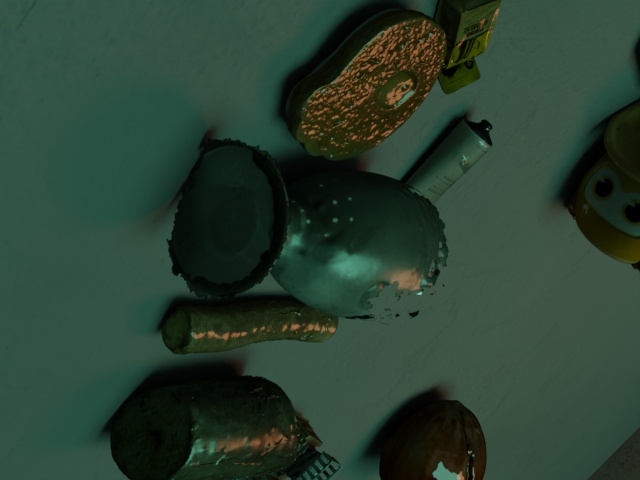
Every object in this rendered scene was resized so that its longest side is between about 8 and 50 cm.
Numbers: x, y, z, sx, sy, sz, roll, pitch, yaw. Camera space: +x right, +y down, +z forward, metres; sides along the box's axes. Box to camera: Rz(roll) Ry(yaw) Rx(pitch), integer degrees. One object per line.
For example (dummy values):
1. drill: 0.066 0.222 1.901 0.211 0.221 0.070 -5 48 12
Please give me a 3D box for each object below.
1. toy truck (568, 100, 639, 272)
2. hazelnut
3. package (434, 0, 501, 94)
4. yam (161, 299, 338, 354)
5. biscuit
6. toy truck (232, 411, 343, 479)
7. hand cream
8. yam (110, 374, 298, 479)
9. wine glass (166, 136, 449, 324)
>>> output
1. toy truck: 0.556 -0.097 1.923 0.288 0.204 0.211 -34 146 -17
2. hazelnut: 0.216 0.399 2.159 0.212 0.181 0.181 14 138 -45
3. package: 0.171 -0.247 1.416 0.071 0.047 0.131 -30 149 -29
4. yam: -0.083 0.110 1.536 0.299 0.066 0.066 0 129 -50
5. biscuit: 0.052 -0.181 1.348 0.208 0.049 0.181 -46 151 6
6. toy truck: -0.068 0.364 1.823 0.177 0.115 0.080 -43 151 1
7. hand cream: 0.164 -0.094 1.602 0.186 0.054 0.087 -47 147 18
8. yam: -0.139 0.251 1.566 0.254 0.154 0.154 8 122 -50
9. wine glass: -0.003 -0.005 1.376 0.357 0.190 0.190 14 117 -51
